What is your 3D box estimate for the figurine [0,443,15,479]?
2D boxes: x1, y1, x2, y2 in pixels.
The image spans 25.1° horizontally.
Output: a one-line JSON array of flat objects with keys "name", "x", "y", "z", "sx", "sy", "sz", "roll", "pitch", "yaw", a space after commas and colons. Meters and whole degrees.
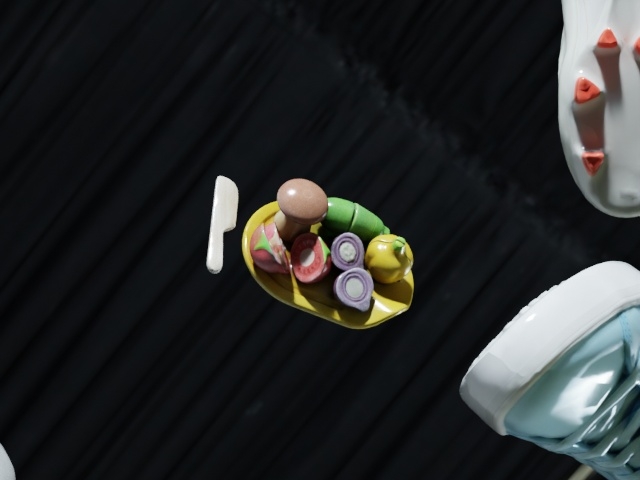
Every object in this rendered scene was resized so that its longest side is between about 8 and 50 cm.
[{"name": "figurine", "x": -0.256, "y": 0.056, "z": 0.574, "sx": 0.092, "sy": 0.215, "sz": 0.209, "roll": -8, "pitch": -76, "yaw": 60}]

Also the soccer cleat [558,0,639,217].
[{"name": "soccer cleat", "x": 0.140, "y": -0.108, "z": 0.663, "sx": 0.068, "sy": 0.196, "sz": 0.076, "roll": -2, "pitch": -1, "yaw": 4}]

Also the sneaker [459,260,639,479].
[{"name": "sneaker", "x": 0.229, "y": 0.115, "z": 0.964, "sx": 0.150, "sy": 0.135, "sz": 0.366, "roll": 46, "pitch": 18, "yaw": 30}]

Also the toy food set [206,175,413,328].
[{"name": "toy food set", "x": 0.000, "y": 0.000, "z": 1.382, "sx": 0.218, "sy": 0.071, "sz": 0.128, "roll": 20, "pitch": 50, "yaw": -10}]
